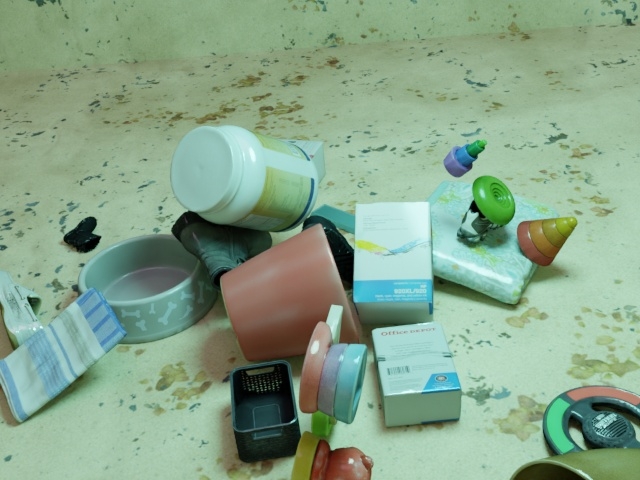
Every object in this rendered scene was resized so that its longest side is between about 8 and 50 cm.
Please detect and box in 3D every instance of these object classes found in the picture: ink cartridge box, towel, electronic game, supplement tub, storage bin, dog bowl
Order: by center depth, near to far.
[{"bbox_3d":[0.516,0.342,1.376,0.229,0.048,0.229,-5,32,3],"label":"electronic game"},{"bbox_3d":[-0.106,0.326,1.477,0.122,0.084,0.180,-9,31,-4],"label":"storage bin"},{"bbox_3d":[0.187,0.262,1.525,0.148,0.086,0.203,-6,31,0],"label":"ink cartridge box"},{"bbox_3d":[-0.563,0.238,1.651,0.285,0.034,0.209,-40,41,-9],"label":"towel"},{"bbox_3d":[0.164,0.052,1.694,0.168,0.171,0.233,-2,68,9],"label":"ink cartridge box"},{"bbox_3d":[-0.176,-0.144,1.817,0.228,0.229,0.316,19,6,35],"label":"supplement tub"},{"bbox_3d":[-0.427,0.103,1.876,0.348,0.102,0.349,-4,31,2],"label":"dog bowl"},{"bbox_3d":[0.389,-0.015,1.896,0.320,0.090,0.374,19,40,23],"label":"towel"},{"bbox_3d":[-0.150,-0.215,2.322,0.282,0.117,0.207,6,34,18],"label":"ink cartridge box"}]

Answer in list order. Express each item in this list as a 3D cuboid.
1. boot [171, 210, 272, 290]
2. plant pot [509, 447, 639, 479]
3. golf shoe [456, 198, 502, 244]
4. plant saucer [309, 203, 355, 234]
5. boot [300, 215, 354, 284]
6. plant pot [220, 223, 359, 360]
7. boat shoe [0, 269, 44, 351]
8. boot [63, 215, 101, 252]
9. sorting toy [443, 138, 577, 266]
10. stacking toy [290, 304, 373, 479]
[{"bbox_3d":[-0.196,0.053,1.863,0.338,0.118,0.223,7,37,-54],"label":"boot"},{"bbox_3d":[0.448,0.406,1.145,0.254,0.237,0.237,-11,29,-33],"label":"plant pot"},{"bbox_3d":[0.398,-0.069,1.825,0.077,0.094,0.198,24,40,24],"label":"golf shoe"},{"bbox_3d":[0.059,-0.060,2.132,0.192,0.018,0.067,22,41,39],"label":"plant saucer"},{"bbox_3d":[0.000,0.000,1.873,0.094,0.246,0.207,-51,39,5],"label":"boot"},{"bbox_3d":[-0.069,0.130,1.642,0.243,0.275,0.275,-18,32,-1],"label":"plant pot"},{"bbox_3d":[-0.718,0.159,1.849,0.096,0.098,0.277,-19,43,-21],"label":"boat shoe"},{"bbox_3d":[-0.653,-0.016,2.161,0.099,0.045,0.121,17,45,36],"label":"boot"},{"bbox_3d":[0.447,-0.100,1.743,0.126,0.365,0.127,-37,15,44],"label":"sorting toy"},{"bbox_3d":[0.047,0.283,1.350,0.130,0.309,0.279,9,24,10],"label":"stacking toy"}]
